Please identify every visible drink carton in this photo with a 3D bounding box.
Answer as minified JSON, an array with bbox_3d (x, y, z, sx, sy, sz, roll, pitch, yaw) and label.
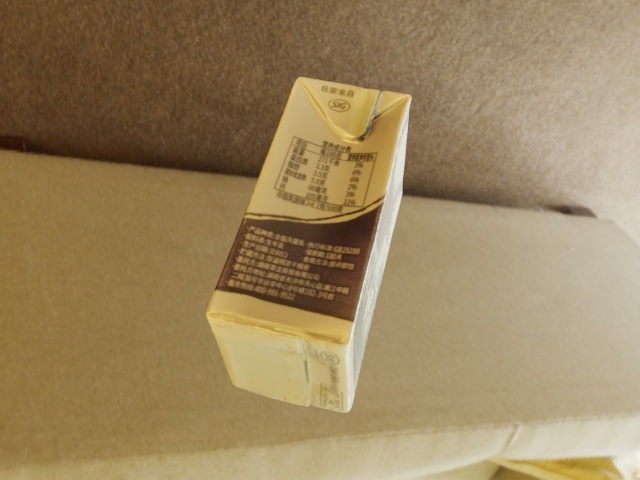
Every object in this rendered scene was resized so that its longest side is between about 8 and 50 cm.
[{"bbox_3d":[0.000,0.000,0.572,0.101,0.222,0.134,10,149,11],"label":"drink carton"}]
